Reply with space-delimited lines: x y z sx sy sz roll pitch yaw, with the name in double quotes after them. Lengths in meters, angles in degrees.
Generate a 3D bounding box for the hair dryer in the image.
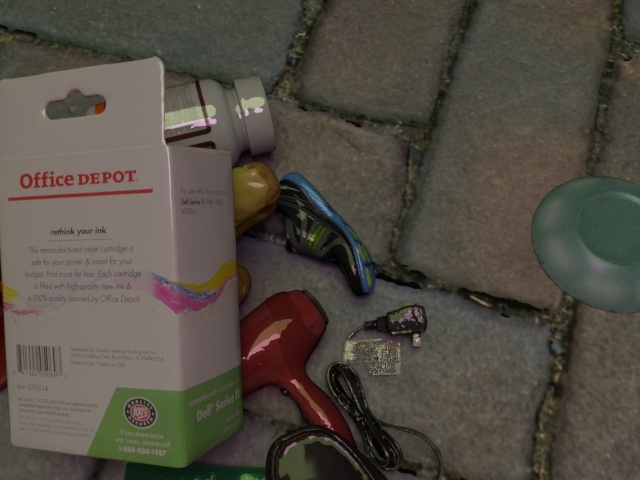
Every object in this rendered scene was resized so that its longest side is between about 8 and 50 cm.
-0.016 0.159 0.735 0.293 0.080 0.223 1 62 3 "hair dryer"

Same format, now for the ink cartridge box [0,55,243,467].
-0.193 0.019 0.663 0.207 0.119 0.353 -1 93 22 "ink cartridge box"

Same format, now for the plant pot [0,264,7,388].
-0.480 0.027 0.731 0.272 0.272 0.265 -27 57 -12 "plant pot"

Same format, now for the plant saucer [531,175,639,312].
0.362 -0.008 0.838 0.195 0.037 0.195 0 61 1 "plant saucer"

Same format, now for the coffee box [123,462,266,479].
-0.114 0.287 0.691 0.184 0.040 0.113 1 61 2 "coffee box"

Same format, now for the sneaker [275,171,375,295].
0.000 0.000 0.838 0.078 0.067 0.188 -42 69 3 "sneaker"

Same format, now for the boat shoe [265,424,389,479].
0.060 0.306 0.558 0.132 0.130 0.355 -25 65 -15 "boat shoe"

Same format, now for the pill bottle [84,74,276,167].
-0.175 -0.138 0.875 0.221 0.121 0.121 -15 62 -7 "pill bottle"

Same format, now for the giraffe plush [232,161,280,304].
-0.141 0.020 0.780 0.210 0.181 0.170 -10 81 -13 "giraffe plush"
